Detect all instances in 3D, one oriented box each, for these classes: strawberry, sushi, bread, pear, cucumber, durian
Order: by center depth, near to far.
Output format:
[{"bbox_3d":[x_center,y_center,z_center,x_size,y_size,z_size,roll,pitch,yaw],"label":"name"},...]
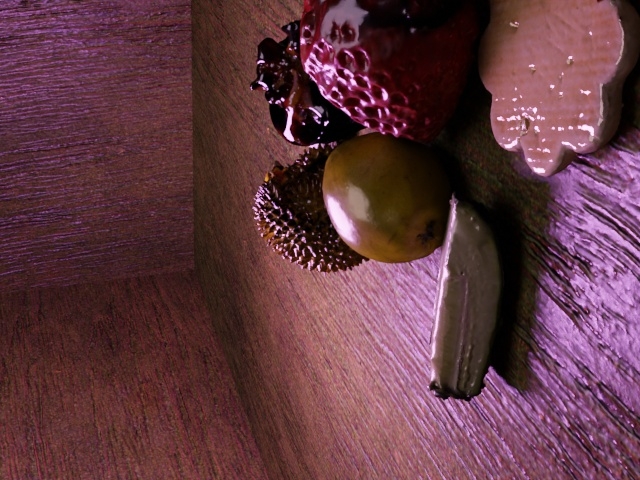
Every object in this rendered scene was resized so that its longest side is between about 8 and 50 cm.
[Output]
[{"bbox_3d":[0.291,-0.236,1.018,0.316,0.054,0.316,173,90,-71],"label":"bread"},{"bbox_3d":[0.096,-0.294,1.226,0.310,0.292,0.291,109,149,-45],"label":"strawberry"},{"bbox_3d":[0.229,0.075,1.257,0.145,0.105,0.325,-72,-16,-65],"label":"cucumber"},{"bbox_3d":[0.112,-0.077,1.378,0.269,0.212,0.212,51,144,43],"label":"pear"},{"bbox_3d":[-0.018,-0.297,1.541,0.215,0.212,0.227,46,-159,-81],"label":"sushi"},{"bbox_3d":[0.005,-0.052,1.598,0.258,0.293,0.258,8,-90,-86],"label":"durian"}]

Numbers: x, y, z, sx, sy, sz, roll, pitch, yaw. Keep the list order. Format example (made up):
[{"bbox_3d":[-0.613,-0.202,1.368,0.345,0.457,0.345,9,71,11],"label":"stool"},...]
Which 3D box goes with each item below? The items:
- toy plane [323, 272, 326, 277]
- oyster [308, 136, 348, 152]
[{"bbox_3d":[-0.011,0.004,1.939,0.188,0.062,0.135,70,175,-50],"label":"toy plane"},{"bbox_3d":[0.017,-0.159,1.847,0.223,0.083,0.214,-143,52,-73],"label":"oyster"}]
